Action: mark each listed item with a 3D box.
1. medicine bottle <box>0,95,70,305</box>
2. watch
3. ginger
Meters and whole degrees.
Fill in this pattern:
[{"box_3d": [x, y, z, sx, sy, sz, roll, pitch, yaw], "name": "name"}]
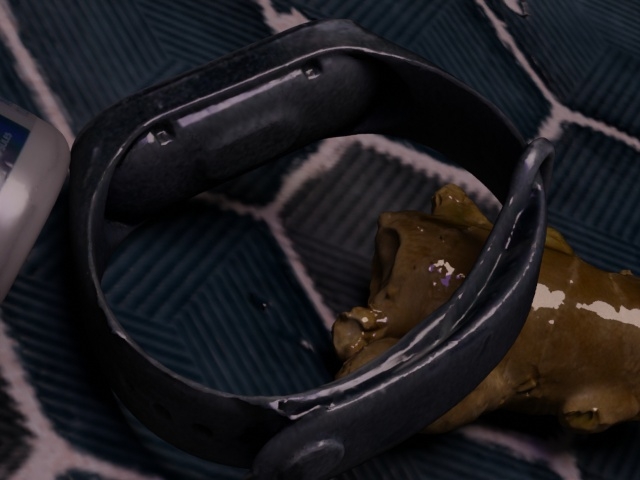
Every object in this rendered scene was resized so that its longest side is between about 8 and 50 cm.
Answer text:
[{"box_3d": [-0.196, -0.036, 0.692, 0.191, 0.107, 0.107, 29, 39, -11], "name": "medicine bottle"}, {"box_3d": [0.000, 0.000, 0.784, 0.206, 0.068, 0.193, -22, 56, -17], "name": "watch"}, {"box_3d": [0.092, 0.037, 0.866, 0.205, 0.081, 0.115, 2, 29, -24], "name": "ginger"}]
